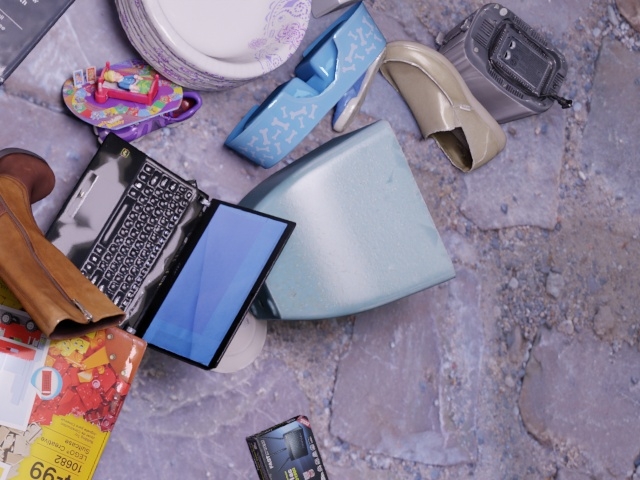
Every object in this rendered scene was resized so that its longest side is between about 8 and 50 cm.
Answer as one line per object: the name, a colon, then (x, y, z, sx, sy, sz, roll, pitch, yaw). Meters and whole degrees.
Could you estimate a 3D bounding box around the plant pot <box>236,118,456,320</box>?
plant pot: (0.000, 0.000, 1.939, 0.252, 0.248, 0.247, -27, 95, -17)

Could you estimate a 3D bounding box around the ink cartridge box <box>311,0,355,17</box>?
ink cartridge box: (0.061, -0.462, 2.120, 0.208, 0.087, 0.153, -27, 96, -30)

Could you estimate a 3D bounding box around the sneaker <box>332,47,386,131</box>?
sneaker: (0.034, -0.251, 2.095, 0.084, 0.058, 0.152, 26, 95, 8)

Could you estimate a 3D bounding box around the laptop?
laptop: (-0.214, 0.011, 1.773, 0.264, 0.136, 0.234, 34, 72, -15)

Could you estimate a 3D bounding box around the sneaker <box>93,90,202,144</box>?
sneaker: (-0.247, -0.185, 1.921, 0.170, 0.071, 0.068, -25, 94, -28)

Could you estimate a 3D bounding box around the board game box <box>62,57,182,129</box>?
board game box: (-0.277, -0.220, 1.886, 0.168, 0.033, 0.133, -23, 51, -29)

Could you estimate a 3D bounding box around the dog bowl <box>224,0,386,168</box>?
dog bowl: (-0.015, -0.225, 1.977, 0.074, 0.166, 0.297, 43, 78, -11)

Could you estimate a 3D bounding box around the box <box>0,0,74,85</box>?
box: (-0.409, -0.377, 1.736, 0.212, 0.293, 0.395, 43, 65, -17)

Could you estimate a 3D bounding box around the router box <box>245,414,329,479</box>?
router box: (-0.046, 0.330, 1.967, 0.092, 0.038, 0.122, -20, 92, -29)

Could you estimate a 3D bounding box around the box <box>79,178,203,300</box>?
box: (-0.253, 0.003, 1.884, 0.180, 0.077, 0.147, -13, 88, -28)

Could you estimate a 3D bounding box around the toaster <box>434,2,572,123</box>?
toaster: (0.293, -0.278, 2.183, 0.227, 0.146, 0.129, 33, 69, -19)

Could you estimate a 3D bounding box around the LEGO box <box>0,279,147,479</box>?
LEGO box: (-0.526, 0.193, 1.642, 0.500, 0.193, 0.373, 28, 69, -22)

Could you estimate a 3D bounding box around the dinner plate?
dinner plate: (-0.140, 0.124, 1.963, 0.141, 0.017, 0.141, 5, 80, -29)

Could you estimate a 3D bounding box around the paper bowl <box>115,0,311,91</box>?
paper bowl: (-0.167, -0.357, 1.939, 0.284, 0.148, 0.284, 6, 79, -34)

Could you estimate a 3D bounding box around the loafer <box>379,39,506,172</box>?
loafer: (0.191, -0.212, 2.144, 0.268, 0.102, 0.092, 41, 60, -17)

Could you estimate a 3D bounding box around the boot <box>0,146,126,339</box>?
boot: (-0.342, 0.000, 1.670, 0.280, 0.264, 0.096, 39, 104, 15)
